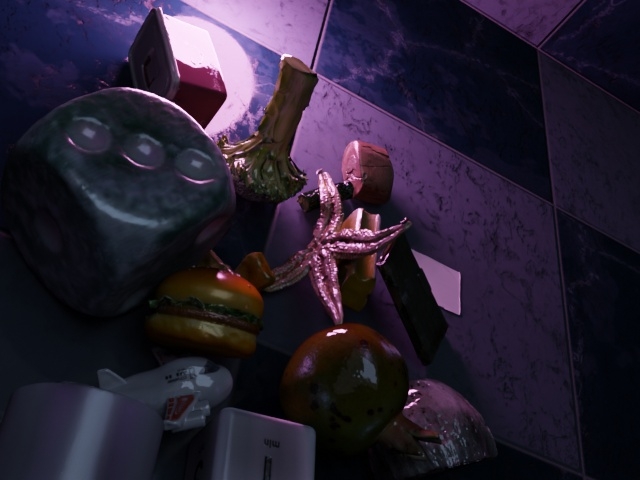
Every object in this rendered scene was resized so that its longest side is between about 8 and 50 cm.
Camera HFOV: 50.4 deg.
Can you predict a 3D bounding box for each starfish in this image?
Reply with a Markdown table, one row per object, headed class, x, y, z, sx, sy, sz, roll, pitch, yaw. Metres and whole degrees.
| class | x | y | z | sx | sy | sz | roll | pitch | yaw |
| --- | --- | --- | --- | --- | --- | --- | --- | --- | --- |
| starfish | 0.003 | 0.010 | 1.600 | 0.398 | 0.383 | 0.132 | -41 | 124 | -22 |

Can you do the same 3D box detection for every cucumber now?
| class | x | y | z | sx | sy | sz | roll | pitch | yaw |
| --- | --- | --- | --- | --- | --- | --- | --- | --- | --- |
| cucumber | 0.016 | -0.122 | 1.852 | 0.187 | 0.058 | 0.058 | -20 | 71 | -42 |

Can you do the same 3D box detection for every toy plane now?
| class | x | y | z | sx | sy | sz | roll | pitch | yaw |
| --- | --- | --- | --- | --- | --- | --- | --- | --- | --- |
| toy plane | -0.290 | 0.278 | 1.280 | 0.252 | 0.118 | 0.252 | 1 | 22 | -1 |

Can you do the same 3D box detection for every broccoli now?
| class | x | y | z | sx | sy | sz | roll | pitch | yaw |
| --- | --- | --- | --- | --- | --- | --- | --- | --- | --- |
| broccoli | -0.130 | -0.258 | 1.638 | 0.251 | 0.362 | 0.221 | -10 | 35 | -22 |

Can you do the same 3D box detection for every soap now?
| class | x | y | z | sx | sy | sz | roll | pitch | yaw |
| --- | --- | --- | --- | --- | --- | --- | --- | --- | --- |
| soap | 0.076 | 0.063 | 1.682 | 0.080 | 0.160 | 0.258 | 24 | 48 | -16 |

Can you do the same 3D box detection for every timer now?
| class | x | y | z | sx | sy | sz | roll | pitch | yaw |
| --- | --- | --- | --- | --- | --- | --- | --- | --- | --- |
| timer | -0.133 | 0.442 | 1.238 | 0.194 | 0.192 | 0.195 | 19 | 49 | -22 |

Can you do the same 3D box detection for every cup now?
| class | x | y | z | sx | sy | sz | roll | pitch | yaw |
| --- | --- | --- | --- | --- | --- | --- | --- | --- | --- |
| cup | -0.395 | 0.418 | 1.041 | 0.253 | 0.253 | 0.372 | 20 | 51 | -21 |

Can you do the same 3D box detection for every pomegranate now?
| class | x | y | z | sx | sy | sz | roll | pitch | yaw |
| --- | --- | --- | --- | --- | --- | --- | --- | --- | --- |
| pomegranate | 0.064 | 0.336 | 1.373 | 0.290 | 0.291 | 0.324 | -17 | 71 | -41 |

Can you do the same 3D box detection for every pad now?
| class | x | y | z | sx | sy | sz | roll | pitch | yaw |
| --- | --- | --- | --- | --- | --- | --- | --- | --- | --- |
| pad | 0.300 | 0.106 | 1.910 | 0.232 | 0.004 | 0.157 | 25 | 48 | -17 |

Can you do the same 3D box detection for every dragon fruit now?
| class | x | y | z | sx | sy | sz | roll | pitch | yaw |
| --- | --- | --- | --- | --- | --- | --- | --- | --- | --- |
| dragon fruit | 0.250 | 0.410 | 1.514 | 0.282 | 0.204 | 0.221 | 2 | 56 | -34 |

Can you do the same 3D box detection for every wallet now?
| class | x | y | z | sx | sy | sz | roll | pitch | yaw |
| --- | --- | --- | --- | --- | --- | --- | --- | --- | --- |
| wallet | 0.231 | 0.145 | 1.710 | 0.317 | 0.044 | 0.169 | 63 | 36 | -21 |

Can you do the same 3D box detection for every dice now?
| class | x | y | z | sx | sy | sz | roll | pitch | yaw |
| --- | --- | --- | --- | --- | --- | --- | --- | --- | --- |
| dice | -0.390 | -0.076 | 1.352 | 0.328 | 0.330 | 0.348 | 49 | 44 | 7 |

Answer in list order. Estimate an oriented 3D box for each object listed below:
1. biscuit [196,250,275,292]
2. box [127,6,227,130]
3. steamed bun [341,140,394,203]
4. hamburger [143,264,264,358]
| class | x | y | z | sx | sy | sz | roll | pitch | yaw |
| --- | --- | --- | --- | --- | --- | --- | --- | --- | --- |
| biscuit | -0.200 | 0.066 | 1.499 | 0.039 | 0.183 | 0.174 | 31 | 34 | -64 |
| box | -0.364 | -0.420 | 1.733 | 0.167 | 0.193 | 0.294 | 7 | 54 | -40 |
| steamed bun | 0.136 | -0.190 | 1.956 | 0.144 | 0.106 | 0.175 | 9 | 67 | -35 |
| hamburger | -0.229 | 0.138 | 1.356 | 0.246 | 0.246 | 0.170 | 19 | 73 | -22 |
